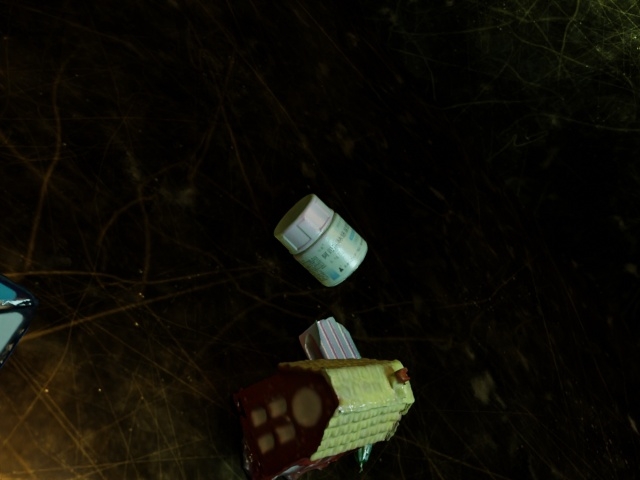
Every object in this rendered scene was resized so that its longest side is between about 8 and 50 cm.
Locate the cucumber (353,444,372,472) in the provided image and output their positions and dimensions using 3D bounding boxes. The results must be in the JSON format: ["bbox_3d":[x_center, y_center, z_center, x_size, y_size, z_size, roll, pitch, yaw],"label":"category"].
[{"bbox_3d":[0.084,0.360,1.169,0.039,0.039,0.167,41,35,-18],"label":"cucumber"}]

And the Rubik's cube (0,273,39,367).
[{"bbox_3d":[-0.456,0.128,0.554,0.250,0.248,0.246,38,37,-20],"label":"Rubik's cube"}]

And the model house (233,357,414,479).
[{"bbox_3d":[0.013,0.265,0.982,0.196,0.254,0.159,9,51,-47],"label":"model house"}]

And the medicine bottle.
[{"bbox_3d":[0.000,0.000,1.299,0.168,0.135,0.135,43,36,-14],"label":"medicine bottle"}]

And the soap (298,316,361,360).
[{"bbox_3d":[0.025,0.226,1.199,0.100,0.056,0.149,-10,69,-55],"label":"soap"}]
